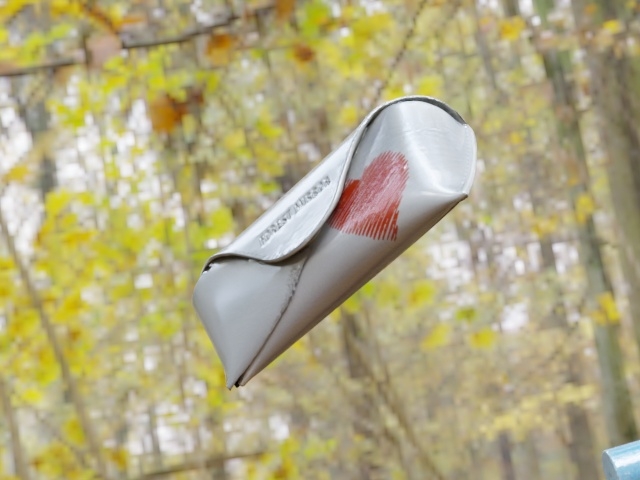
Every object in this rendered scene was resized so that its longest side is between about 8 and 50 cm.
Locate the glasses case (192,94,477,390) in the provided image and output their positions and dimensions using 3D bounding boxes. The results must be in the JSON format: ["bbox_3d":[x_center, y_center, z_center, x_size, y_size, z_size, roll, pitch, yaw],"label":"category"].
[{"bbox_3d":[0.001,0.002,1.425,0.308,0.128,0.083,-42,-61,18],"label":"glasses case"}]

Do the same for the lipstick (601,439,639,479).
[{"bbox_3d":[0.325,0.182,1.429,0.158,0.048,0.048,-15,-16,-5],"label":"lipstick"}]
